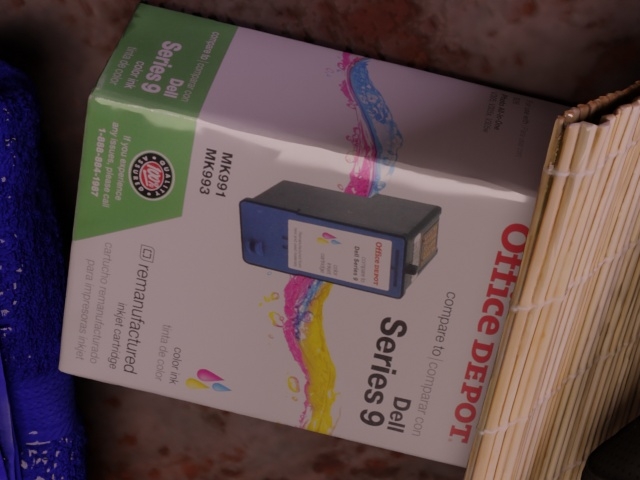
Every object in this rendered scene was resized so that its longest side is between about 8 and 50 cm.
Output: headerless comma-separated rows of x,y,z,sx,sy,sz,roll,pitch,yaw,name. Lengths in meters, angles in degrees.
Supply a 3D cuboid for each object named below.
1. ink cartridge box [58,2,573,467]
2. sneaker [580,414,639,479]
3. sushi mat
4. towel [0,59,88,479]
0.000,0.000,0.890,0.212,0.093,0.154,13,124,1,ink cartridge box
0.237,0.017,0.848,0.341,0.125,0.139,-37,99,21,sneaker
0.117,0.058,0.879,0.019,0.151,0.316,31,129,27,sushi mat
-0.227,0.045,0.958,0.228,0.076,0.308,10,125,18,towel
